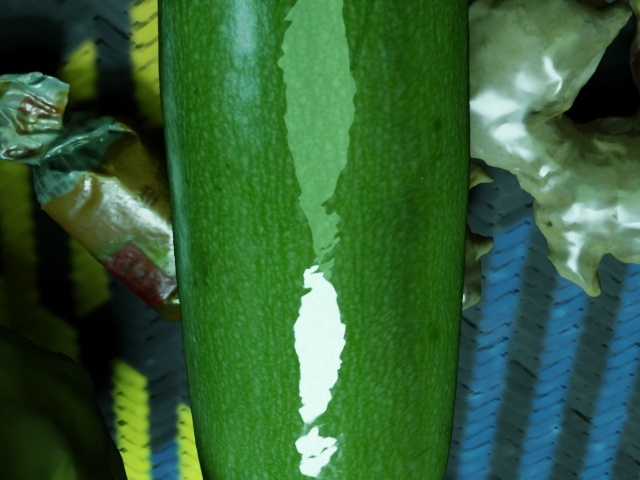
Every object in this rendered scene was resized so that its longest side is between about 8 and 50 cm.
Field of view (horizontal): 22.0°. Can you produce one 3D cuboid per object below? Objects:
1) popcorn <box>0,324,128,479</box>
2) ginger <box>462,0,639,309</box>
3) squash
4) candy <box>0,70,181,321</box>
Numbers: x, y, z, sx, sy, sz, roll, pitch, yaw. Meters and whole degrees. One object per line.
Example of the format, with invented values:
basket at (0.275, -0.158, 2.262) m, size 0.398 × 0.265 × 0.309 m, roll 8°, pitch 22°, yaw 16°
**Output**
popcorn at (-0.201, 0.149, 0.638) m, size 0.274 × 0.279 × 0.335 m, roll -43°, pitch 136°, yaw 20°
ginger at (0.147, -0.045, 0.606) m, size 0.259 × 0.065 × 0.149 m, roll -5°, pitch 130°, yaw 8°
squash at (0.000, 0.000, 0.584) m, size 0.107 × 0.107 × 0.395 m, roll 0°, pitch 122°, yaw 0°
candy at (-0.066, -0.006, 0.653) m, size 0.053 × 0.046 × 0.182 m, roll -26°, pitch 122°, yaw 26°
